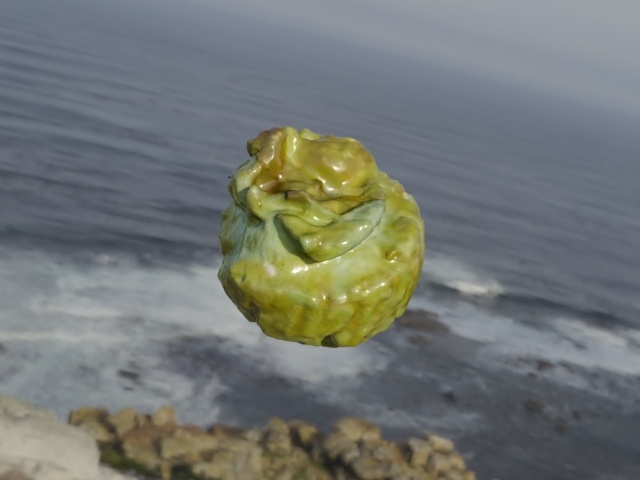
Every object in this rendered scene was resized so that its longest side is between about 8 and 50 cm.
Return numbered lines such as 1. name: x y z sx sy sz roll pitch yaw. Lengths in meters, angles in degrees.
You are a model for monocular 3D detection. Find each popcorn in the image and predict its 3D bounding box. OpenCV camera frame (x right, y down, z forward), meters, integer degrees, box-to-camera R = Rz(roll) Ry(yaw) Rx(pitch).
1. popcorn: 0.000 0.000 1.136 0.204 0.183 0.221 -2 41 -21
